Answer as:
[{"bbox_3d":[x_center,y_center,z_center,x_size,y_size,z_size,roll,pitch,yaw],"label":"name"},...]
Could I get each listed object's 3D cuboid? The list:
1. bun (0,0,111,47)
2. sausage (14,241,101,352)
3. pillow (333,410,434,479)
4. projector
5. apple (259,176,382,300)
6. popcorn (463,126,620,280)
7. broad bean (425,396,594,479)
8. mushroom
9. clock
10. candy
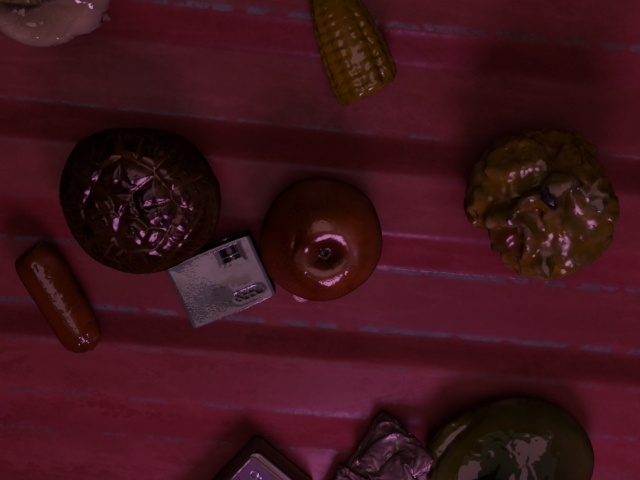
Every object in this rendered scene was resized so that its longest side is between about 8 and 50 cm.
[{"bbox_3d":[-0.394,-0.390,1.505,0.229,0.145,0.229,-5,75,17],"label":"bun"},{"bbox_3d":[-0.422,0.097,1.648,0.076,0.076,0.197,-27,103,4],"label":"sausage"},{"bbox_3d":[0.081,0.424,1.730,0.135,0.049,0.248,39,105,26],"label":"pillow"},{"bbox_3d":[-0.162,0.061,1.658,0.147,0.061,0.115,-23,105,3],"label":"projector"},{"bbox_3d":[0.000,0.000,1.598,0.201,0.162,0.201,-1,102,-4],"label":"apple"},{"bbox_3d":[0.345,-0.056,1.571,0.249,0.225,0.249,-2,109,-5],"label":"popcorn"},{"bbox_3d":[0.321,0.383,1.729,0.291,0.119,0.238,-1,94,-5],"label":"broad bean"},{"bbox_3d":[-0.283,-0.063,1.579,0.253,0.153,0.253,2,110,6],"label":"mushroom"},{"bbox_3d":[-0.120,0.455,1.749,0.147,0.071,0.192,42,98,-11],"label":"clock"},{"bbox_3d":[0.040,-0.314,1.563,0.106,0.094,0.198,-23,98,9],"label":"candy"}]
